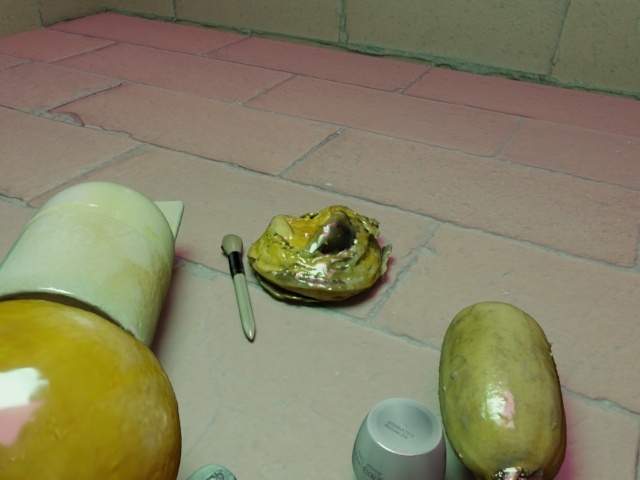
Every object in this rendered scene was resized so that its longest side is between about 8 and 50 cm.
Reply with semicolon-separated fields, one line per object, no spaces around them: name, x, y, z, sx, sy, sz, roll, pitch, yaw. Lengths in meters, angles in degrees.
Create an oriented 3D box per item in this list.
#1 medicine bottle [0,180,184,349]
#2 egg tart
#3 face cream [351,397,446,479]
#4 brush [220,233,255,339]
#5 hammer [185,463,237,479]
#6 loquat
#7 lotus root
medicine bottle;-0.353;0.045;0.948;0.236;0.235;0.406;1;33;-3
egg tart;0.000;0.000;1.155;0.297;0.132;0.297;0;27;0
face cream;0.099;0.264;0.754;0.117;0.104;0.117;3;32;-2
brush;-0.149;0.076;1.102;0.042;0.039;0.299;32;22;-30
hammer;-0.094;0.339;0.671;0.194;0.069;0.116;29;40;23
loquat;-0.300;0.221;0.608;0.329;0.328;0.328;2;32;-1
lotus root;0.239;0.211;0.789;0.152;0.169;0.342;-32;21;25
